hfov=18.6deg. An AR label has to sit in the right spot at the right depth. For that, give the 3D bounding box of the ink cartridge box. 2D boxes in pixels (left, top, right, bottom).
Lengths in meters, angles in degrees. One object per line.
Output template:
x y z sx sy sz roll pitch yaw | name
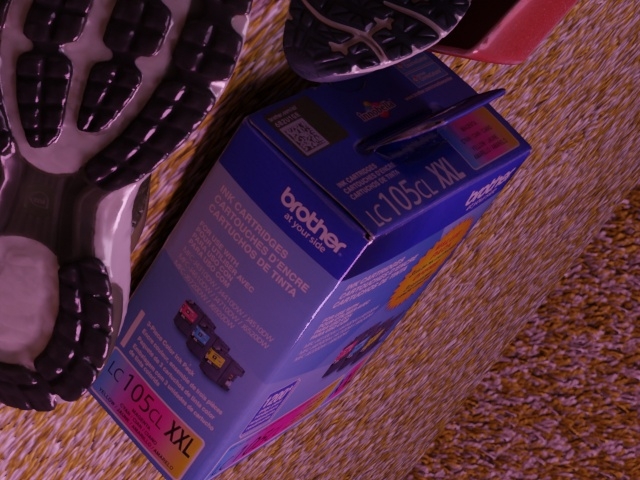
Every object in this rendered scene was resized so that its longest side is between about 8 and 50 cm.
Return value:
0.000 0.000 1.629 0.270 0.151 0.395 -29 158 -51 | ink cartridge box

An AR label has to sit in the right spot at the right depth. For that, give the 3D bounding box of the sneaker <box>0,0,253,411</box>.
-0.143 -0.097 1.164 0.182 0.158 0.410 -81 -165 -53 | sneaker

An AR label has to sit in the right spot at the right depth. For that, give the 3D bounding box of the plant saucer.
0.175 -0.233 1.539 0.258 0.048 0.259 -48 -164 -4 | plant saucer

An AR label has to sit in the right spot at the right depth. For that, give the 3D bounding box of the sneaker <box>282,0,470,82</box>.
0.074 -0.197 1.471 0.283 0.110 0.122 -44 172 -27 | sneaker
